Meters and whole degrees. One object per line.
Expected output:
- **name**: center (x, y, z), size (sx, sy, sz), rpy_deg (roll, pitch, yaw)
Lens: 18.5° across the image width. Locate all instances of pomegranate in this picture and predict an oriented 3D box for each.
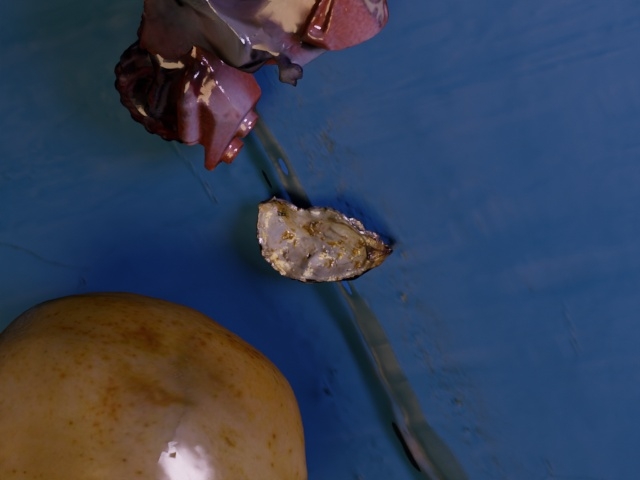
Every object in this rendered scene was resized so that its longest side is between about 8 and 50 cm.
- **pomegranate**: center (-0.112, 0.139, 1.174), size (0.233, 0.233, 0.233), rpy_deg (14, 126, 19)

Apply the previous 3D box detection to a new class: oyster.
- **oyster**: center (0.003, 0.000, 1.143), size (0.083, 0.019, 0.054), rpy_deg (9, 123, 25)

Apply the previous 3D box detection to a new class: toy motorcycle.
- **toy motorcycle**: center (-0.037, -0.111, 1.050), size (0.118, 0.084, 0.212), rpy_deg (35, 138, 1)
